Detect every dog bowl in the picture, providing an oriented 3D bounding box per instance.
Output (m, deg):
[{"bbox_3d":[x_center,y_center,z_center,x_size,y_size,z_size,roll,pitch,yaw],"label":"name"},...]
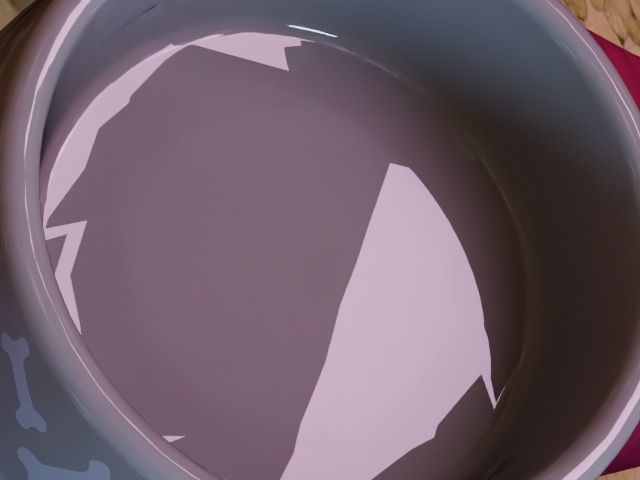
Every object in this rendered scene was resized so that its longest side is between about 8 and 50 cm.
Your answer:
[{"bbox_3d":[0.000,0.000,0.867,0.349,0.102,0.348,8,67,-18],"label":"dog bowl"}]

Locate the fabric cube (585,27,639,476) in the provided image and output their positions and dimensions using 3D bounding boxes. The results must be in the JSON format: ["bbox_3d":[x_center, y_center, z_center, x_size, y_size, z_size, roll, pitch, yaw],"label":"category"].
[{"bbox_3d":[0.059,0.022,1.140,0.258,0.254,0.259,16,58,-58],"label":"fabric cube"}]
